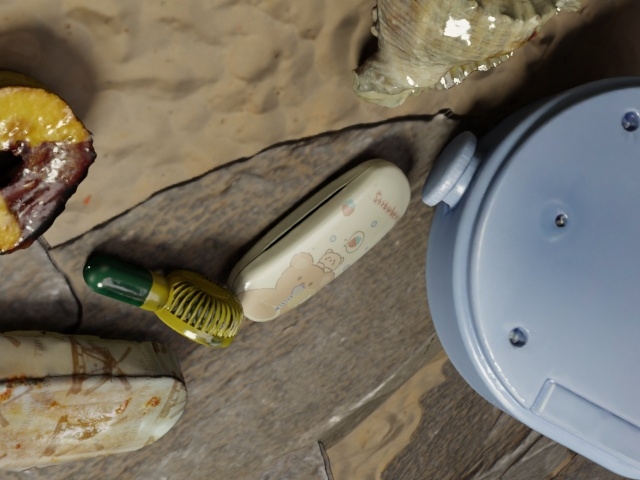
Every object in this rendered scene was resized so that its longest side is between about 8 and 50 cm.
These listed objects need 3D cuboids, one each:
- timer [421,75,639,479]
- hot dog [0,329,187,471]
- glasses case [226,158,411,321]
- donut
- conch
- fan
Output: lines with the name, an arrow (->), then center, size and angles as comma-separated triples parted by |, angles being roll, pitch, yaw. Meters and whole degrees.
timer -> 0.275, 0.014, 1.080 | 0.394, 0.173, 0.395 | 0, 93, -8
hot dog -> -0.239, 0.141, 0.932 | 0.268, 0.075, 0.144 | 8, 122, -46
glasses case -> 0.000, 0.000, 1.021 | 0.204, 0.051, 0.081 | -40, 137, -5
donut -> -0.237, -0.058, 0.780 | 0.140, 0.059, 0.140 | -21, 134, -23
conch -> 0.113, -0.186, 0.891 | 0.178, 0.163, 0.245 | 14, 145, -27
fan -> -0.135, 0.047, 0.940 | 0.155, 0.082, 0.039 | 22, 104, -35
